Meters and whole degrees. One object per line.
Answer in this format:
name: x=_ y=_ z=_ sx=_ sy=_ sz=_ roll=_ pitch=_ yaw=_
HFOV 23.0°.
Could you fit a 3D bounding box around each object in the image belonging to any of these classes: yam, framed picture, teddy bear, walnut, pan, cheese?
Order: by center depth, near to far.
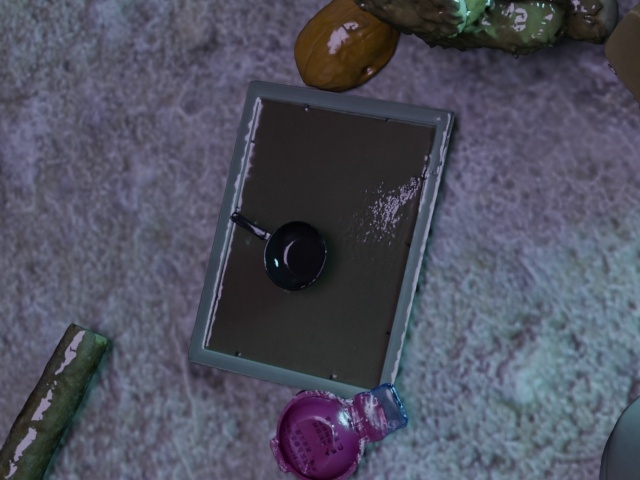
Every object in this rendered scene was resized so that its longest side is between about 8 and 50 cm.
teddy bear: x=0.111 y=-0.252 z=1.413 sx=0.267 sy=0.256 sz=0.156 roll=47 pitch=106 yaw=24
cheese: x=0.015 y=0.180 z=1.494 sx=0.145 sy=0.038 sz=0.095 roll=-26 pitch=86 yaw=24
pan: x=-0.039 y=0.004 z=1.542 sx=0.115 sy=0.023 sz=0.068 roll=34 pitch=98 yaw=23
framed picture: x=0.000 y=0.000 z=1.550 sx=0.232 sy=0.019 sz=0.296 roll=12 pitch=87 yaw=26
walnut: x=0.020 y=-0.202 z=1.555 sx=0.121 sy=0.052 sz=0.091 roll=-42 pitch=64 yaw=11
yam: x=-0.301 y=0.211 z=1.630 sx=0.061 sy=0.061 sz=0.274 roll=28 pitch=93 yaw=26

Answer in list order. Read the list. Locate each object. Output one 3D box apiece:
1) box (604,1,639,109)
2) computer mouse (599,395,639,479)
box: x=0.329 y=-0.148 z=1.379 sx=0.111 sy=0.111 sz=0.177 roll=-37 pitch=69 yaw=15
computer mouse: x=0.391 y=0.183 z=1.301 sx=0.330 sy=0.095 sz=0.197 roll=-22 pitch=77 yaw=20
